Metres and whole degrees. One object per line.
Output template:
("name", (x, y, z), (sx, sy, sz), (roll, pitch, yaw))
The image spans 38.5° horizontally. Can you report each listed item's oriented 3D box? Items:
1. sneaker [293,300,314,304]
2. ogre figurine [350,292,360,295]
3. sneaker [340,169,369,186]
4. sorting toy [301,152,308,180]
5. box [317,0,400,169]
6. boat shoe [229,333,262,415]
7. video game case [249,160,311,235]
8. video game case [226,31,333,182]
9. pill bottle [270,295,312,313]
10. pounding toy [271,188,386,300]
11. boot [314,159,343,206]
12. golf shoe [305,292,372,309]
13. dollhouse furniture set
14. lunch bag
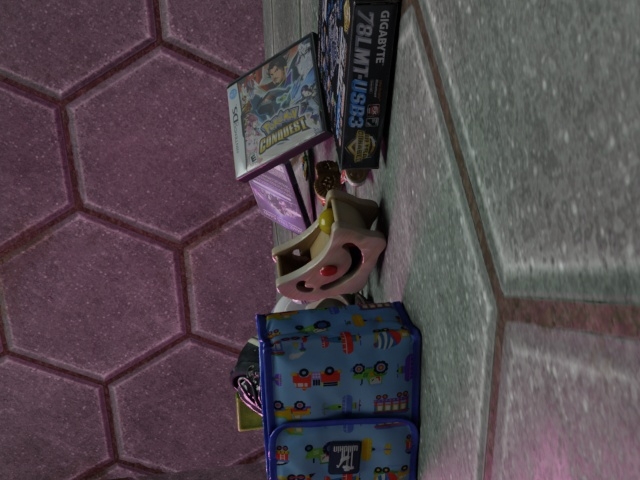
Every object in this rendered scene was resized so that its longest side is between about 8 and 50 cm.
("sneaker", (0.011, 0.050, 1.919), (0.258, 0.091, 0.094), (-69, -24, -53))
("ogre figurine", (0.026, 0.194, 1.740), (0.097, 0.118, 0.197), (-106, 14, -59))
("sneaker", (0.058, -0.110, 1.576), (0.118, 0.042, 0.067), (-91, 5, -53))
("sorting toy", (-0.043, -0.208, 2.462), (0.083, 0.012, 0.062), (94, 170, -52))
("box", (0.048, -0.311, 1.406), (0.293, 0.073, 0.296), (-103, 11, -45))
("boat shoe", (-0.081, 0.318, 1.988), (0.187, 0.156, 0.500), (42, 168, -16))
("video game case", (-0.118, -0.132, 2.366), (0.196, 0.026, 0.274), (29, 152, 37))
("video game case", (-0.095, -0.290, 2.018), (0.274, 0.035, 0.248), (-24, 62, 36))
("pill bottle", (-0.039, 0.189, 2.139), (0.272, 0.152, 0.152), (129, 135, -79))
("pounding toy", (0.000, 0.000, 1.541), (0.269, 0.154, 0.155), (113, 153, -51))
("boot", (0.019, -0.098, 1.880), (0.158, 0.059, 0.085), (-90, -4, -64))
("golf shoe", (0.042, 0.231, 1.643), (0.105, 0.120, 0.273), (141, 123, -80))
("dollhouse furniture set", (-0.154, 0.324, 2.445), (0.197, 0.151, 0.302), (-112, 20, -74))
("lunch bag", (0.026, 0.254, 1.350), (0.138, 0.220, 0.293), (-115, 22, -71))
